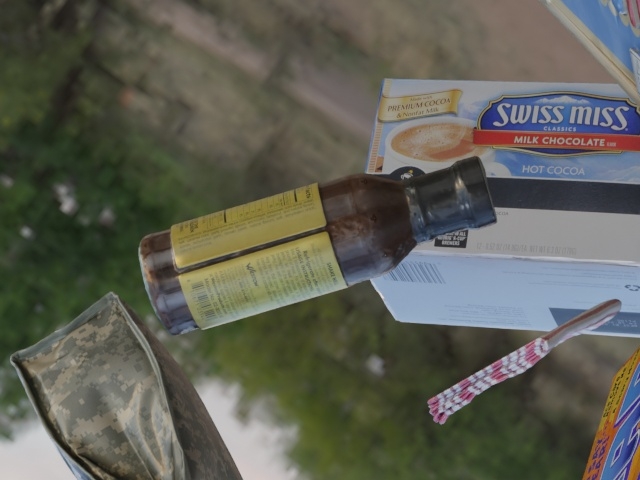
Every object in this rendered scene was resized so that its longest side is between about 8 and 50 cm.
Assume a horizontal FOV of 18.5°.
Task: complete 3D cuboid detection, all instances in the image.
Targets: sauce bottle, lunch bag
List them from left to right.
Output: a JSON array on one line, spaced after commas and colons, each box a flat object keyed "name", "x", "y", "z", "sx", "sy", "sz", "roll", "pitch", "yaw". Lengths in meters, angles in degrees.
[{"name": "lunch bag", "x": -0.182, "y": 0.243, "z": 2.106, "sx": 0.287, "sy": 0.169, "sz": 0.235, "roll": 54, "pitch": 176, "yaw": 40}, {"name": "sauce bottle", "x": 0.000, "y": 0.000, "z": 1.923, "sx": 0.111, "sy": 0.344, "sz": 0.111, "roll": -15, "pitch": -90, "yaw": -86}]

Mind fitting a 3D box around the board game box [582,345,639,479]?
[{"name": "board game box", "x": 0.429, "y": 0.220, "z": 1.612, "sx": 0.356, "sy": 0.356, "sz": 0.356, "roll": 26, "pitch": 139, "yaw": 0}]

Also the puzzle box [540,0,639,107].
[{"name": "puzzle box", "x": 0.163, "y": -0.241, "z": 1.187, "sx": 0.409, "sy": 0.052, "sz": 0.272, "roll": -111, "pitch": 7, "yaw": -67}]

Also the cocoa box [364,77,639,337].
[{"name": "cocoa box", "x": 0.241, "y": -0.038, "z": 2.275, "sx": 0.347, "sy": 0.228, "sz": 0.231, "roll": 3, "pitch": 157, "yaw": 19}]

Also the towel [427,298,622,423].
[{"name": "towel", "x": 0.215, "y": 0.125, "z": 2.061, "sx": 0.144, "sy": 0.197, "sz": 0.029, "roll": -25, "pitch": -97, "yaw": -45}]
